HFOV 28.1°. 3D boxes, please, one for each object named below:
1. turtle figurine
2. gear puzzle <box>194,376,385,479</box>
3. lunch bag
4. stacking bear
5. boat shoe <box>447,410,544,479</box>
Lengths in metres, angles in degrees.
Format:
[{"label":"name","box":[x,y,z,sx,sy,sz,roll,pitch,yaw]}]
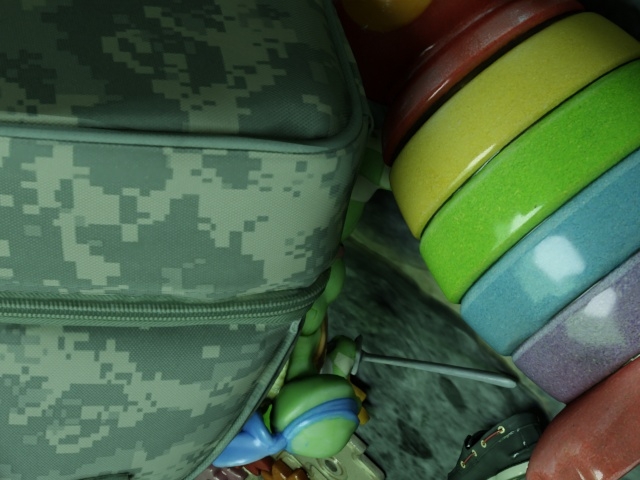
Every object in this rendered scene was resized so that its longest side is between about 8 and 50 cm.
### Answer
[{"label":"turtle figurine","box":[0.000,0.000,0.811,0.266,0.274,0.198,54,175,27]},{"label":"gear puzzle","box":[-0.033,0.185,1.085,0.175,0.044,0.339,43,146,7]},{"label":"lunch bag","box":[-0.119,-0.042,0.617,0.256,0.212,0.305,105,156,-43]},{"label":"stacking bear","box":[0.098,-0.046,0.608,0.175,0.164,0.289,-40,79,17]},{"label":"boat shoe","box":[0.120,0.150,0.885,0.133,0.049,0.042,126,128,-63]}]
